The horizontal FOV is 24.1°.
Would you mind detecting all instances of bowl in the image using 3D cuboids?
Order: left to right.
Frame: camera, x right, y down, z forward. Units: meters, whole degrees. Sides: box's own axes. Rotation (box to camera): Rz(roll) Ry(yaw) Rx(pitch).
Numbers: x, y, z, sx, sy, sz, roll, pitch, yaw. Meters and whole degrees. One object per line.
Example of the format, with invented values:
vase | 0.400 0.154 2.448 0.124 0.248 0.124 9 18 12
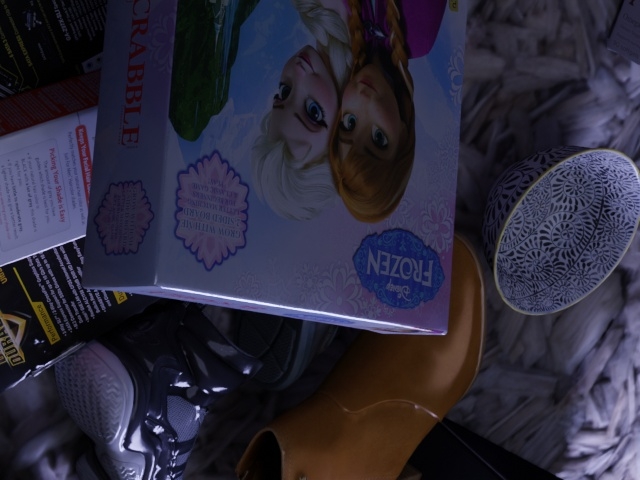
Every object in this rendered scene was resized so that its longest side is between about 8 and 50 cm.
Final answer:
bowl | 0.202 -0.024 1.362 0.170 0.080 0.170 -19 128 -26

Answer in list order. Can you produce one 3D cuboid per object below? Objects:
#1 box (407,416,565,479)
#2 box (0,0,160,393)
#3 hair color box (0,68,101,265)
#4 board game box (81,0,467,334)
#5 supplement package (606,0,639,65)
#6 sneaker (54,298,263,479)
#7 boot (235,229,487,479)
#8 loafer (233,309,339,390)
box | 0.145 0.362 1.507 0.294 0.182 0.296 32 95 -45
box | -0.196 -0.071 1.036 0.257 0.079 0.322 -31 133 -14
hair color box | -0.169 -0.051 0.979 0.167 0.053 0.093 -20 127 -24
board game box | -0.013 -0.107 1.014 0.318 0.065 0.318 12 80 -52
supplement package | 0.348 -0.227 1.316 0.105 0.105 0.179 0 118 -37
sneaker | -0.119 0.148 1.223 0.153 0.101 0.269 -35 143 -25
boot | 0.031 0.136 1.285 0.211 0.104 0.295 -8 118 -51
loafer | 0.000 0.000 1.236 0.084 0.096 0.268 -21 139 -51
